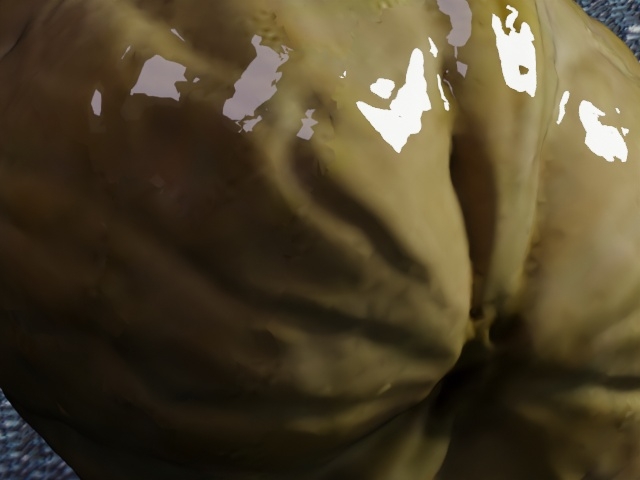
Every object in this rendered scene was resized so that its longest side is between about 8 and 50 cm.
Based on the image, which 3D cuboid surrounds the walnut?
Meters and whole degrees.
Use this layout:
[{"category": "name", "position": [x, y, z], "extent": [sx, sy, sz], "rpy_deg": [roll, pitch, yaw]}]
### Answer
[{"category": "walnut", "position": [0.000, 0.000, 0.704], "extent": [0.296, 0.285, 0.285], "rpy_deg": [15, 12, -29]}]
